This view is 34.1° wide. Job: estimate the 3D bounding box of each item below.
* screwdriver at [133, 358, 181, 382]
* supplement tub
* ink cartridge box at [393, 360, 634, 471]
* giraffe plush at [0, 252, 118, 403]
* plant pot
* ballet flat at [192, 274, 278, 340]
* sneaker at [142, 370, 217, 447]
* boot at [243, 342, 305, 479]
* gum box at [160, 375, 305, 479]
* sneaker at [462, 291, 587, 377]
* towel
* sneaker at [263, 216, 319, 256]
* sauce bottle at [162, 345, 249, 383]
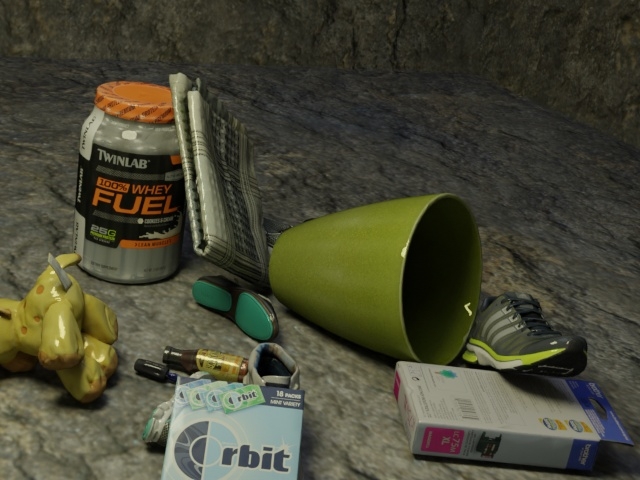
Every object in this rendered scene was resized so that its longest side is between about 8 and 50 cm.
[{"bbox_3d":[-0.188,0.204,1.496,0.170,0.024,0.025,19,-6,6],"label":"screwdriver"},{"bbox_3d":[-0.321,-0.102,1.794,0.194,0.316,0.193,8,22,-3],"label":"supplement tub"},{"bbox_3d":[0.270,0.252,1.503,0.311,0.065,0.186,5,20,-6],"label":"ink cartridge box"},{"bbox_3d":[-0.397,0.127,1.432,0.171,0.210,0.181,-17,22,11],"label":"giraffe plush"},{"bbox_3d":[0.073,0.052,1.701,0.294,0.274,0.275,5,16,34],"label":"plant pot"},{"bbox_3d":[-0.123,0.104,1.703,0.203,0.074,0.074,24,25,39],"label":"ballet flat"},{"bbox_3d":[-0.169,0.235,1.387,0.076,0.065,0.166,31,28,8],"label":"sneaker"},{"bbox_3d":[-0.066,0.230,1.331,0.095,0.123,0.258,4,22,-14],"label":"boot"},{"bbox_3d":[-0.104,0.258,1.227,0.157,0.041,0.184,7,57,-3],"label":"gum box"},{"bbox_3d":[0.302,0.139,1.577,0.111,0.121,0.300,7,-4,-19],"label":"sneaker"},{"bbox_3d":[-0.153,-0.095,1.749,0.056,0.324,0.312,-16,-18,14],"label":"towel"},{"bbox_3d":[0.000,0.000,1.955,0.299,0.112,0.121,15,22,16],"label":"sneaker"},{"bbox_3d":[-0.167,0.180,1.527,0.128,0.042,0.042,10,21,3],"label":"sauce bottle"}]
